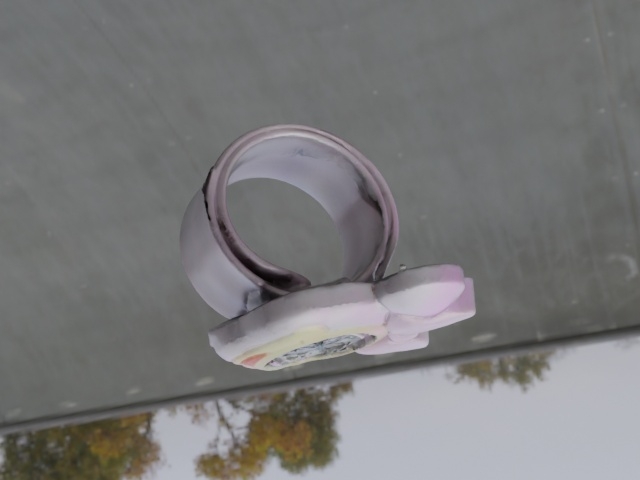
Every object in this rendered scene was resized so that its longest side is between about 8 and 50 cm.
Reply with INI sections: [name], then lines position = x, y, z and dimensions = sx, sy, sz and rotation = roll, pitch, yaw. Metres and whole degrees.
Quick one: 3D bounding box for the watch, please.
[watch]
position = 0.000, 0.000, 0.921
dimensions = 0.249, 0.217, 0.211
rotation = -7, 163, -24
